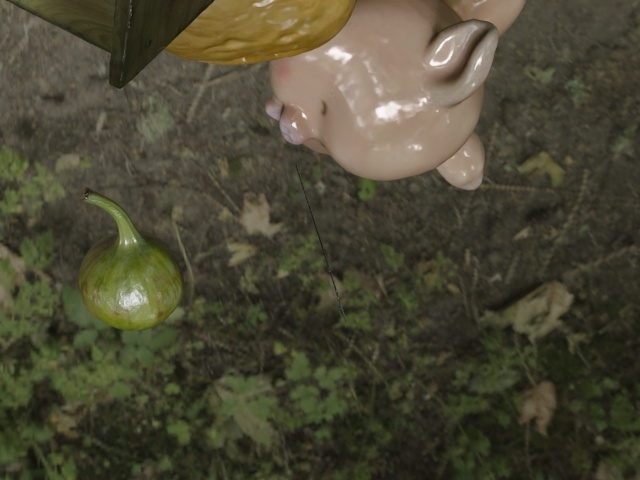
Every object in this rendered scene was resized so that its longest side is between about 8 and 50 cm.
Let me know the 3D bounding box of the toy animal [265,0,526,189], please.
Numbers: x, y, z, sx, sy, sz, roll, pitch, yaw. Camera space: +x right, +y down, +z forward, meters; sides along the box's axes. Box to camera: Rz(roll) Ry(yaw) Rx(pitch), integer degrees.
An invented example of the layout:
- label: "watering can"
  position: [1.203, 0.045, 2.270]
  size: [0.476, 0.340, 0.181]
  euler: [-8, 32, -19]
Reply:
- label: "toy animal"
  position: [0.083, -0.203, 1.048]
  size: [0.326, 0.269, 0.237]
  euler: [-37, 156, -14]

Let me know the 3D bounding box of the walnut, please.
- label: "walnut"
  position: [-0.060, -0.190, 0.767]
  size: [0.180, 0.144, 0.144]
  euler: [2, 121, 7]

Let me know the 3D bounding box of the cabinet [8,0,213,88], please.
- label: "cabinet"
  position: [-0.107, -0.211, 0.532]
  size: [0.175, 0.215, 0.148]
  euler: [27, 137, 8]

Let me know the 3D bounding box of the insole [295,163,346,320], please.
- label: "insole"
  position: [0.000, 0.000, 0.955]
  size: [0.002, 0.152, 0.053]
  euler: [-18, 152, 0]

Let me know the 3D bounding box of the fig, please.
- label: "fig"
  position: [-0.270, 0.014, 1.501]
  size: [0.149, 0.149, 0.245]
  euler: [-13, 133, -8]
